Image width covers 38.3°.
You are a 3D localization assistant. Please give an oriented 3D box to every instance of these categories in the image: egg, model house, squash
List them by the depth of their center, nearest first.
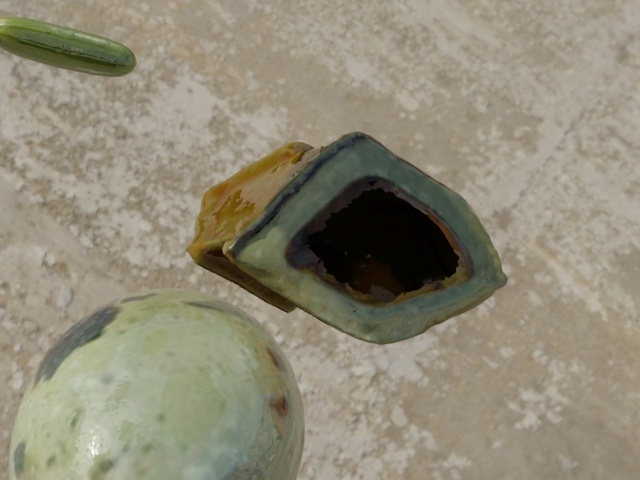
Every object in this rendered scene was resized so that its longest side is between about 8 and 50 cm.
[{"bbox_3d":[0.006,0.010,0.892,0.268,0.239,0.173,34,72,-26],"label":"model house"},{"bbox_3d":[-0.195,0.244,1.113,0.345,0.345,0.428,29,29,-4],"label":"egg"},{"bbox_3d":[-0.409,-0.304,1.435,0.252,0.066,0.066,10,47,-29],"label":"squash"}]
